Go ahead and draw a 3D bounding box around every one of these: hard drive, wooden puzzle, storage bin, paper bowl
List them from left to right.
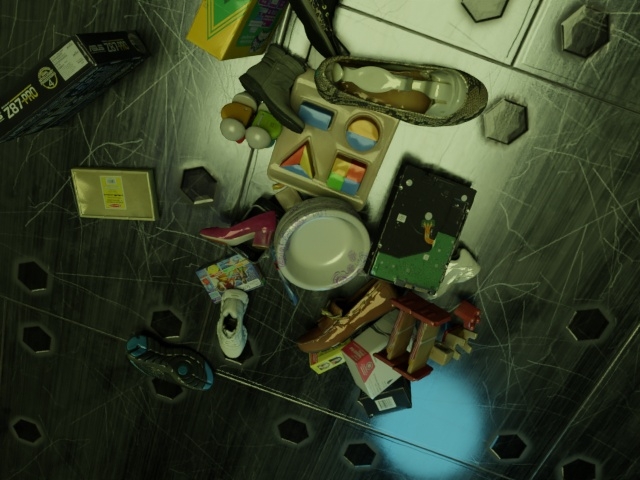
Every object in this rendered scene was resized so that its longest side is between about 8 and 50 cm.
[{"bbox_3d":[-0.199,-0.032,1.623,0.122,0.084,0.180,36,113,-7],"label":"storage bin"},{"bbox_3d":[-0.099,-0.134,1.605,0.078,0.014,0.117,-20,108,20],"label":"wooden puzzle"},{"bbox_3d":[0.000,0.000,1.547,0.283,0.148,0.285,-5,121,-8],"label":"paper bowl"},{"bbox_3d":[0.032,-0.282,1.487,0.321,0.080,0.348,21,113,0],"label":"wooden puzzle"},{"bbox_3d":[0.290,-0.027,1.498,0.236,0.064,0.339,17,97,-12],"label":"hard drive"}]

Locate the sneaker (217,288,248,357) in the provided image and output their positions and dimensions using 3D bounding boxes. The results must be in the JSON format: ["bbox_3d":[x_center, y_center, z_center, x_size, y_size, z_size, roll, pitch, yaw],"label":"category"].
[{"bbox_3d":[-0.309,0.307,1.745,0.109,0.118,0.292,5,125,-3],"label":"sneaker"}]

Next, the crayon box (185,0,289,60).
[{"bbox_3d":[-0.155,-0.605,1.227,0.106,0.363,0.313,33,113,-5],"label":"crayon box"}]

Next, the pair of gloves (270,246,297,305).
[{"bbox_3d":[-0.115,0.113,1.619,0.023,0.198,0.159,-25,119,-4],"label":"pair of gloves"}]

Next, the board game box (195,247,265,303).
[{"bbox_3d":[-0.305,0.123,1.728,0.201,0.035,0.136,-21,108,16],"label":"board game box"}]

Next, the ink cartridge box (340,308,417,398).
[{"bbox_3d":[0.205,0.361,1.640,0.237,0.100,0.172,-34,122,-17],"label":"ink cartridge box"}]

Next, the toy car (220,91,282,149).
[{"bbox_3d":[-0.201,-0.328,1.482,0.181,0.159,0.136,18,149,1],"label":"toy car"}]

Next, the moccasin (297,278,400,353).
[{"bbox_3d":[0.075,0.240,1.664,0.379,0.139,0.147,-34,103,19],"label":"moccasin"}]

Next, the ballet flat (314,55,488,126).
[{"bbox_3d":[0.220,-0.394,1.330,0.481,0.182,0.164,9,98,-1],"label":"ballet flat"}]

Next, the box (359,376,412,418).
[{"bbox_3d":[0.223,0.505,1.740,0.155,0.158,0.093,-20,109,15],"label":"box"}]

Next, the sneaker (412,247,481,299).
[{"bbox_3d":[0.376,0.099,1.600,0.232,0.090,0.115,-33,98,10],"label":"sneaker"}]

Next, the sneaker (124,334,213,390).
[{"bbox_3d":[-0.557,0.459,1.879,0.340,0.125,0.140,29,140,-7],"label":"sneaker"}]

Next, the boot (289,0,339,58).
[{"bbox_3d":[0.031,-0.611,1.339,0.179,0.085,0.236,-49,139,-7],"label":"boot"}]

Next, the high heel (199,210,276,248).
[{"bbox_3d":[-0.252,-0.045,1.555,0.243,0.082,0.117,6,78,22],"label":"high heel"}]

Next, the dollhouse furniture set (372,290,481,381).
[{"bbox_3d":[0.346,0.265,1.554,0.152,0.373,0.202,29,113,36],"label":"dollhouse furniture set"}]

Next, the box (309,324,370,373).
[{"bbox_3d":[0.071,0.367,1.740,0.232,0.087,0.058,-30,126,20],"label":"box"}]

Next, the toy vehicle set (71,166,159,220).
[{"bbox_3d":[-0.671,-0.154,1.667,0.266,0.035,0.166,3,113,7],"label":"toy vehicle set"}]

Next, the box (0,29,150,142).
[{"bbox_3d":[-0.698,-0.428,1.405,0.394,0.318,0.097,-28,105,19],"label":"box"}]

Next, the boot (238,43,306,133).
[{"bbox_3d":[-0.095,-0.424,1.395,0.161,0.083,0.246,-45,81,-3],"label":"boot"}]
